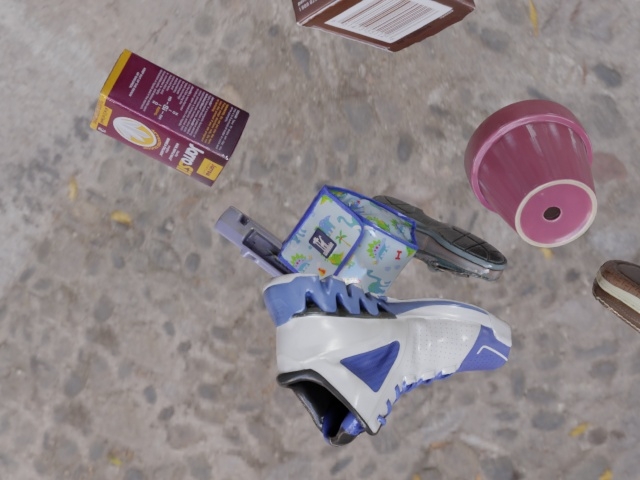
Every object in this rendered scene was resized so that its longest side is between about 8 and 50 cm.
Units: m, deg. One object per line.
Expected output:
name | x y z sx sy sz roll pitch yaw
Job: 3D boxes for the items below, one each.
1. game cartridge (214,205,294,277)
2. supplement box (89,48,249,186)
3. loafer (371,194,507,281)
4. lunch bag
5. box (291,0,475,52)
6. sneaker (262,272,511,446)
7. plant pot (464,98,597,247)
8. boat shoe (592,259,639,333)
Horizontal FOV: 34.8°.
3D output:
game cartridge | -0.002 0.079 1.625 0.355 0.230 0.068 37 85 7
supplement box | -0.203 -0.162 1.374 0.188 0.081 0.104 27 154 -10
loafer | 0.188 0.012 1.705 0.267 0.096 0.084 30 116 30
lunch bag | 0.036 0.007 1.365 0.151 0.096 0.129 28 116 -13
box | 0.036 -0.433 1.212 0.143 0.191 0.381 -22 73 38
sneaker | 0.069 0.158 1.217 0.315 0.182 0.127 12 160 -25
plant pot | 0.344 -0.092 1.601 0.201 0.180 0.201 -5 128 -6
boat shoe | 0.376 0.120 1.026 0.257 0.095 0.095 32 115 5
